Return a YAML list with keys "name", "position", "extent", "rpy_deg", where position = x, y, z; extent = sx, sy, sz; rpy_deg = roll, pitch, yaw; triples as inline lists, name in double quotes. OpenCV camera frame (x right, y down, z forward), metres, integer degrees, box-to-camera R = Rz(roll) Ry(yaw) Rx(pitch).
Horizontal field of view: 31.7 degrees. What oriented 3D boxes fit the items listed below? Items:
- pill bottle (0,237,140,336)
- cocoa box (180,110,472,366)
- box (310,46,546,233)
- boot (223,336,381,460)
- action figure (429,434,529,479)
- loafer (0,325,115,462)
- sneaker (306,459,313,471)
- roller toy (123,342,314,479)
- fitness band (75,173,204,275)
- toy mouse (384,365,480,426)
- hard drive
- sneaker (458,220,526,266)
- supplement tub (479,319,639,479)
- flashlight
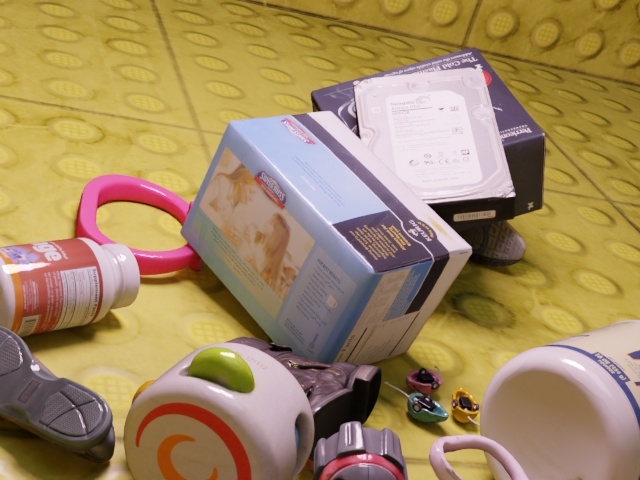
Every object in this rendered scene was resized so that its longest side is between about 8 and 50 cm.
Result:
- name: "pill bottle"
  position: [-0.357, 0.060, 1.517]
  extent: [0.216, 0.121, 0.121]
  rpy_deg: [-9, 36, -44]
- name: "cocoa box"
  position: [0.000, 0.000, 1.688]
  extent: [0.228, 0.231, 0.347]
  rpy_deg: [-12, 50, -46]
- name: "box"
  position: [0.195, -0.170, 2.082]
  extent: [0.343, 0.179, 0.312]
  rpy_deg: [-17, 43, -9]
- name: "boot"
  position: [-0.059, 0.196, 1.468]
  extent: [0.228, 0.091, 0.263]
  rpy_deg: [13, 12, 18]
- name: "action figure"
  position: [0.275, 0.382, 1.152]
  extent: [0.370, 0.276, 0.248]
  rpy_deg: [22, 16, 40]
- name: "loafer"
  position: [-0.353, 0.187, 1.344]
  extent: [0.267, 0.084, 0.096]
  rpy_deg: [27, 58, 26]
- name: "sneaker"
  position: [-0.008, 0.267, 1.438]
  extent: [0.037, 0.032, 0.083]
  rpy_deg: [-7, 36, -42]
- name: "roller toy"
  position: [-0.113, 0.221, 1.283]
  extent: [0.191, 0.209, 0.146]
  rpy_deg: [56, 30, -3]
- name: "fitness band"
  position: [-0.286, -0.027, 1.814]
  extent: [0.209, 0.054, 0.291]
  rpy_deg: [11, 25, -14]
- name: "toy mouse"
  position: [0.154, 0.228, 1.624]
  extent: [0.143, 0.031, 0.161]
  rpy_deg: [10, 26, -17]
- name: "hard drive"
  position: [0.183, -0.160, 1.895]
  extent: [0.236, 0.064, 0.339]
  rpy_deg: [-5, 45, 2]
- name: "sneaker"
  position: [0.279, -0.049, 2.174]
  extent: [0.297, 0.111, 0.129]
  rpy_deg: [35, 25, 29]
- name: "supplement tub"
  position: [0.398, 0.236, 1.531]
  extent: [0.324, 0.235, 0.235]
  rpy_deg: [-9, 37, -44]
- name: "flashlight"
  position: [0.043, 0.315, 1.090]
  extent: [0.103, 0.103, 0.304]
  rpy_deg: [45, 23, -26]
